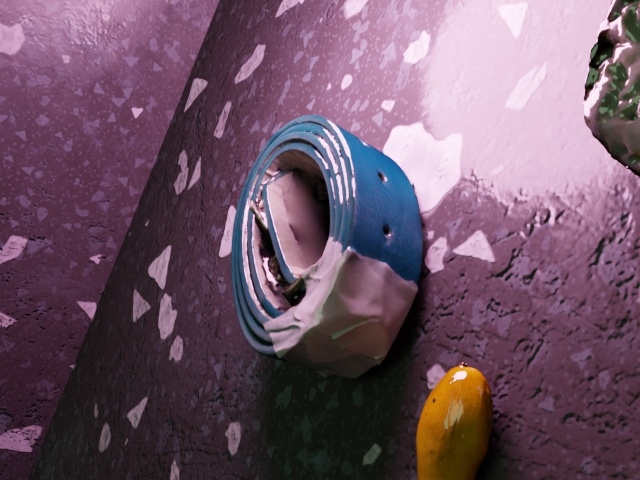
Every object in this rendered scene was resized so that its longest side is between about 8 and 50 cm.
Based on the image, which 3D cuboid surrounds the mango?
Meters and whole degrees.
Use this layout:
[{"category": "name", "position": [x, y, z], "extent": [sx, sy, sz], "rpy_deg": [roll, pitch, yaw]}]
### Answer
[{"category": "mango", "position": [0.157, 0.239, 0.908], "extent": [0.098, 0.075, 0.190], "rpy_deg": [4, 84, 63]}]

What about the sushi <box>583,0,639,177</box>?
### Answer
[{"category": "sushi", "position": [0.390, -0.197, 0.669], "extent": [0.234, 0.207, 0.348], "rpy_deg": [35, 110, 45]}]

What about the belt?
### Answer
[{"category": "belt", "position": [-0.001, -0.001, 1.175], "extent": [0.300, 0.173, 0.436], "rpy_deg": [-46, 40, 30]}]
